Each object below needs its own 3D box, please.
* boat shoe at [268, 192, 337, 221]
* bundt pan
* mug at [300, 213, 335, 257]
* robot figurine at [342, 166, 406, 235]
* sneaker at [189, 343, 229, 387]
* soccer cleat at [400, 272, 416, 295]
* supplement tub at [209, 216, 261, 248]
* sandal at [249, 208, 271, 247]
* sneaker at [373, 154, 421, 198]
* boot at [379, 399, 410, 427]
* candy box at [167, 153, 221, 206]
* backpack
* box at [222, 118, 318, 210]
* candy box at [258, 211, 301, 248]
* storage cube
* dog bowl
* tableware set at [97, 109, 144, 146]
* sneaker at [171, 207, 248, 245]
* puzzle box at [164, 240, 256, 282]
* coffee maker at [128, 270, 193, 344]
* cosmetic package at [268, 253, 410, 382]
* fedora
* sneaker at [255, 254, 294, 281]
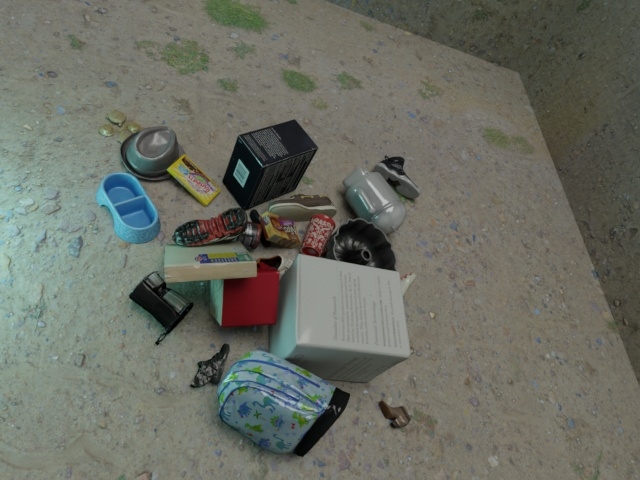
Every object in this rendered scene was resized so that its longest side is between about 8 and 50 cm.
[{"bbox_3d":[-0.084,-0.148,2.052,0.325,0.116,0.096,-2,55,-31],"label":"boat shoe"},{"bbox_3d":[0.156,0.080,1.983,0.331,0.124,0.330,16,60,-29],"label":"bundt pan"},{"bbox_3d":[0.001,-0.006,2.001,0.151,0.113,0.169,26,55,-6],"label":"mug"},{"bbox_3d":[0.250,-0.167,2.167,0.353,0.200,0.300,55,24,16],"label":"robot figurine"},{"bbox_3d":[-0.365,0.411,1.585,0.089,0.051,0.170,23,55,-16],"label":"sneaker"},{"bbox_3d":[0.350,0.203,2.064,0.196,0.068,0.076,-28,89,-35],"label":"soccer cleat"},{"bbox_3d":[-0.335,-0.035,1.859,0.198,0.106,0.105,14,54,-17],"label":"supplement tub"},{"bbox_3d":[-0.234,-0.053,1.948,0.040,0.067,0.179,-6,59,-41],"label":"sandal"},{"bbox_3d":[0.410,-0.334,2.415,0.269,0.101,0.153,35,53,3],"label":"sneaker"},{"bbox_3d":[0.278,0.631,1.762,0.087,0.042,0.118,-13,67,-39],"label":"boot"},{"bbox_3d":[-0.507,-0.242,1.926,0.206,0.027,0.105,45,52,-16],"label":"candy box"},{"bbox_3d":[-0.142,0.502,1.490,0.356,0.290,0.273,40,33,11],"label":"backpack"},{"bbox_3d":[-0.213,-0.314,1.981,0.294,0.296,0.182,-26,72,-37],"label":"box"},{"bbox_3d":[-0.161,-0.039,1.923,0.187,0.053,0.109,20,44,-55],"label":"candy box"},{"bbox_3d":[-0.267,0.181,1.656,0.193,0.184,0.214,1,97,-25],"label":"storage cube"},{"bbox_3d":[-0.706,-0.130,1.764,0.166,0.074,0.297,-25,72,-35],"label":"dog bowl"},{"bbox_3d":[-0.816,-0.460,1.962,0.169,0.020,0.141,29,54,-9],"label":"tableware set"},{"bbox_3d":[-0.388,-0.032,1.725,0.277,0.135,0.097,-18,72,-4],"label":"sneaker"},{"bbox_3d":[-0.380,0.062,1.598,0.273,0.409,0.052,-2,100,-16],"label":"puzzle box"},{"bbox_3d":[-0.543,0.216,1.585,0.178,0.120,0.171,38,52,3],"label":"coffee maker"},{"bbox_3d":[0.049,0.288,1.687,0.394,0.329,0.327,10,56,-19],"label":"cosmetic package"},{"bbox_3d":[-0.657,-0.370,1.907,0.244,0.124,0.275,42,51,-1],"label":"fedora"},{"bbox_3d":[-0.122,0.119,1.850,0.291,0.123,0.105,5,55,-24],"label":"sneaker"}]
